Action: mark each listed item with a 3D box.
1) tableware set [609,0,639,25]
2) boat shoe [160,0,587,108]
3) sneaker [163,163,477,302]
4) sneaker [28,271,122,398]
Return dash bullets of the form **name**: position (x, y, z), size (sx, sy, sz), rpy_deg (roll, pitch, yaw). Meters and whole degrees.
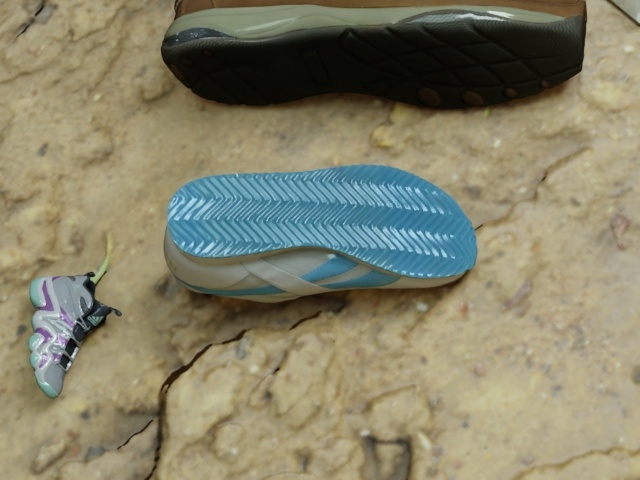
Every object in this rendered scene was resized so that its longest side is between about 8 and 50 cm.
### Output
- **tableware set**: position (0.297, -0.205, 1.113), size (0.128, 0.039, 0.194), rpy_deg (-42, 67, -8)
- **boat shoe**: position (0.039, -0.179, 1.109), size (0.324, 0.122, 0.120), rpy_deg (2, 65, 11)
- **sneaker**: position (0.000, 0.000, 1.063), size (0.229, 0.092, 0.087), rpy_deg (4, 65, -9)
- **sneaker**: position (-0.181, 0.067, 1.091), size (0.069, 0.038, 0.098), rpy_deg (-11, 67, 7)
